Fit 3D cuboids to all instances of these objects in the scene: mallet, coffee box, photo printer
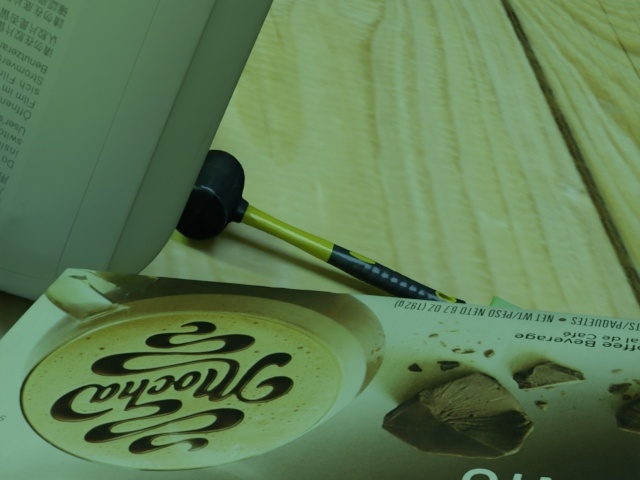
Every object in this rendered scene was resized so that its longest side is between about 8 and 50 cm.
[{"bbox_3d":[0.000,0.000,0.891,0.190,0.039,0.062,22,27,-11],"label":"mallet"},{"bbox_3d":[0.017,0.108,0.529,0.297,0.118,0.168,5,28,17],"label":"coffee box"},{"bbox_3d":[-0.153,-0.126,0.705,0.256,0.307,0.107,29,29,6],"label":"photo printer"}]

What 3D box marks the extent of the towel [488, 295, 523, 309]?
[{"bbox_3d":[0.156,0.086,0.860,0.152,0.023,0.113,26,18,10],"label":"towel"}]
